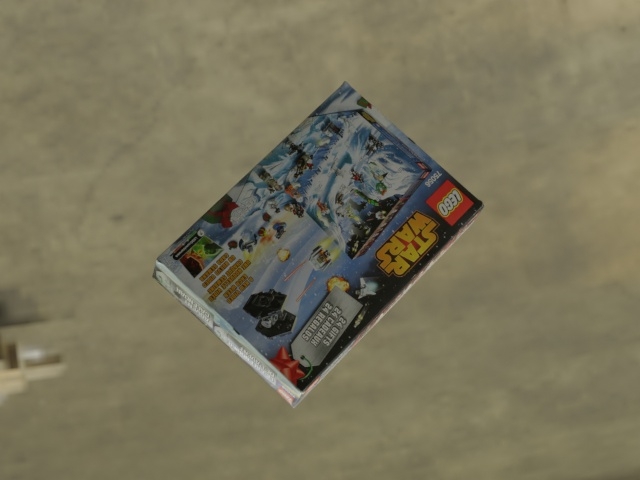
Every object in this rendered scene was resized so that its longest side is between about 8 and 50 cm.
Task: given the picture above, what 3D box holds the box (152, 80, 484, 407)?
[{"bbox_3d":[0.000,0.000,0.833,0.137,0.094,0.027,-44,171,-23],"label":"box"}]
